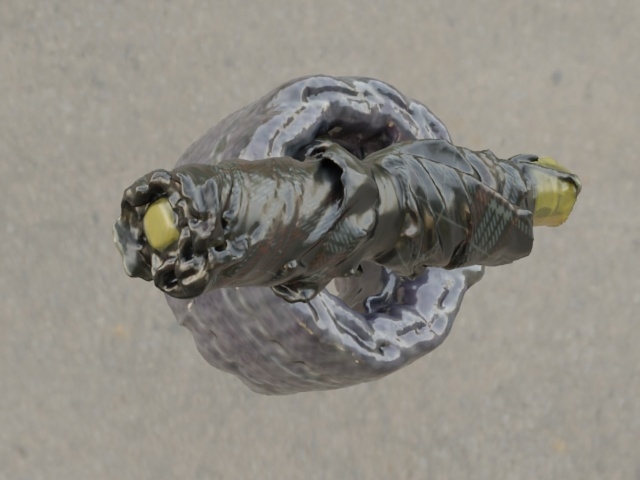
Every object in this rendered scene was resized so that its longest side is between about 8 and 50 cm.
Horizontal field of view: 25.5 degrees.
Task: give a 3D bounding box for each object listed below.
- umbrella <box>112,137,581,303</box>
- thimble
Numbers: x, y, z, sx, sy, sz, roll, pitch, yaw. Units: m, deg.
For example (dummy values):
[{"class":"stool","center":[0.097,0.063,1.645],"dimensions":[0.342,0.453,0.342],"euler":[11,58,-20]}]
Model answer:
[{"class":"umbrella","center":[0.014,-0.006,0.365],"dimensions":[0.144,0.040,0.037],"euler":[-6,63,-42]},{"class":"thimble","center":[-0.001,-0.002,0.688],"dimensions":[0.150,0.098,0.150],"euler":[13,68,-33]}]
